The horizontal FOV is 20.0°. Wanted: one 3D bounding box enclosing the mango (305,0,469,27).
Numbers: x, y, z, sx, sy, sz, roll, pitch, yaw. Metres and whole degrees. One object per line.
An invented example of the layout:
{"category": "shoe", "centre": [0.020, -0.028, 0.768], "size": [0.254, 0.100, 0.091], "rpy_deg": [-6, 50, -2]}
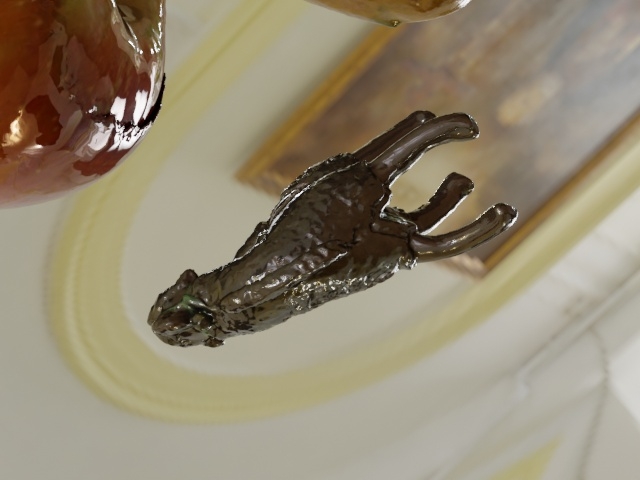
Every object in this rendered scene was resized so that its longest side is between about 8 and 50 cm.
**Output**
{"category": "mango", "centre": [-0.010, -0.197, 0.949], "size": [0.227, 0.147, 0.109], "rpy_deg": [43, 173, -1]}

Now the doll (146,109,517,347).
{"category": "doll", "centre": [0.000, 0.000, 0.785], "size": [0.057, 0.165, 0.139], "rpy_deg": [64, 174, -8]}

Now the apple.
{"category": "apple", "centre": [-0.209, -0.139, 1.100], "size": [0.272, 0.206, 0.251], "rpy_deg": [-87, -24, -57]}
